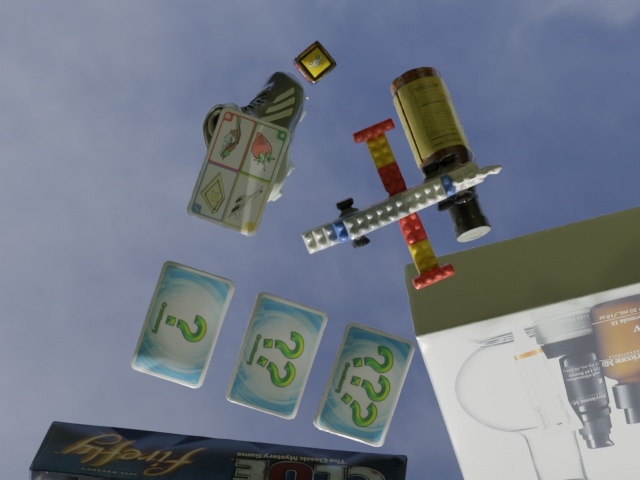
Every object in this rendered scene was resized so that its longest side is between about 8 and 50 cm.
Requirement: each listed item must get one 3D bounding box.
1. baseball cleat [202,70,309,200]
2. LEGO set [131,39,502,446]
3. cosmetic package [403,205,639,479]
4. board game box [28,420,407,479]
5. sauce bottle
[{"bbox_3d":[-0.070,-0.134,1.538,0.072,0.109,0.206,-38,-149,29],"label":"baseball cleat"},{"bbox_3d":[0.000,0.000,0.928,0.182,0.060,0.244,19,-88,-7],"label":"LEGO set"},{"bbox_3d":[0.291,0.103,1.294,0.377,0.284,0.097,-15,-135,8],"label":"cosmetic package"},{"bbox_3d":[-0.050,0.206,0.673,0.165,0.243,0.042,5,-155,4],"label":"board game box"},{"bbox_3d":[0.087,-0.061,1.010,0.042,0.042,0.128,-18,-106,-2],"label":"sauce bottle"}]
